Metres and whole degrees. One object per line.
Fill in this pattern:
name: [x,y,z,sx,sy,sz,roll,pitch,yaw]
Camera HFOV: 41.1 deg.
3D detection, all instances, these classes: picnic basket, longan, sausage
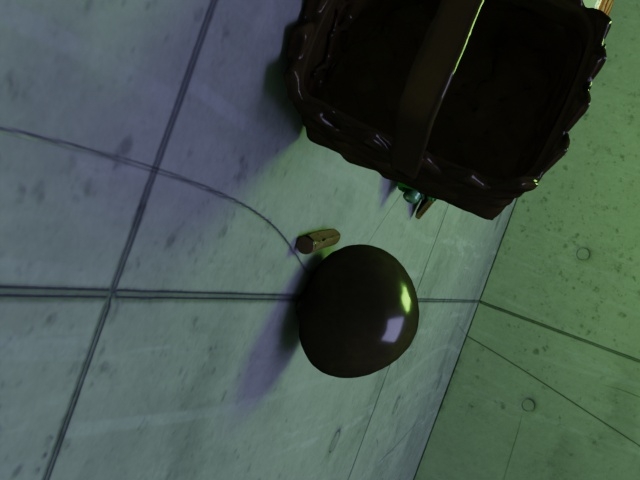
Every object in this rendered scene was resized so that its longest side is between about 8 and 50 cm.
picnic basket: [0.121,-0.183,0.832,0.321,0.291,0.254,87,27,-78]
longan: [0.053,0.100,1.179,0.189,0.189,0.189,-56,158,-36]
sausage: [0.000,0.000,1.121,0.116,0.026,0.026,-17,125,-70]

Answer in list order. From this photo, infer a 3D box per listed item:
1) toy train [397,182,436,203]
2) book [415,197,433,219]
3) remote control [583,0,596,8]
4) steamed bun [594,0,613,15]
toy train: [0.196,-0.179,1.430,0.251,0.085,0.119,-63,156,-26]
book: [0.255,-0.155,1.579,0.170,0.018,0.241,-61,-177,-30]
remote control: [0.428,-0.498,1.606,0.277,0.055,0.103,30,79,-41]
steamed bun: [0.619,-0.582,2.082,0.283,0.177,0.283,20,90,-73]
